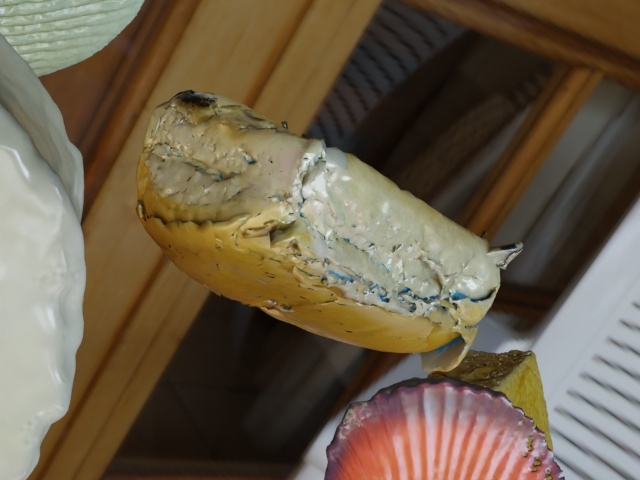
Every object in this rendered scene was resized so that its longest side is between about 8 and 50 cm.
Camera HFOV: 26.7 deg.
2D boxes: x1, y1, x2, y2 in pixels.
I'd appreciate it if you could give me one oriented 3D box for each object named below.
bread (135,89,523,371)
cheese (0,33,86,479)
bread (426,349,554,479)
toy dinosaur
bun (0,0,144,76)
[{"bbox_3d":[0.000,0.000,0.371,0.072,0.053,0.106,26,-4,41],"label":"bread"},{"bbox_3d":[-0.267,-0.005,0.545,0.332,0.292,0.153,45,4,-23],"label":"cheese"},{"bbox_3d":[0.161,0.261,1.321,0.114,0.274,0.185,-7,10,30],"label":"bread"},{"bbox_3d":[0.017,0.134,0.633,0.286,0.138,0.070,-1,4,12],"label":"toy dinosaur"},{"bbox_3d":[-0.208,-0.178,0.774,0.221,0.221,0.108,8,46,-45],"label":"bun"}]
